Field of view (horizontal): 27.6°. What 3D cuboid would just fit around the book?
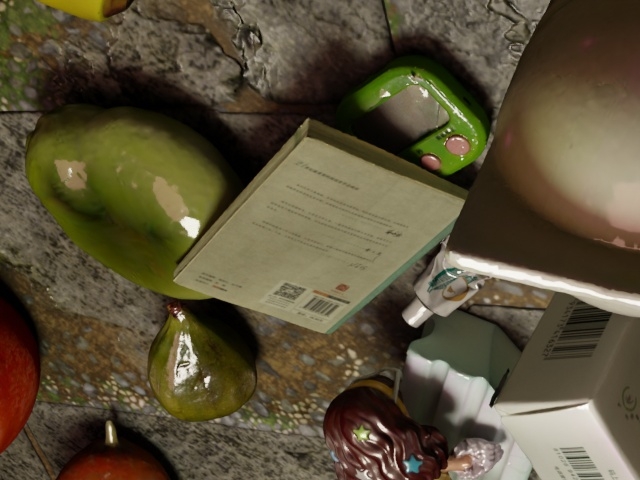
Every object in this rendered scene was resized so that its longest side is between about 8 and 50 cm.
[{"bbox_3d":[0.000,0.000,1.349,0.215,0.025,0.283,22,137,-27],"label":"book"}]

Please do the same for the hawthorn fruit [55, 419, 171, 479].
[{"bbox_3d":[-0.298,0.367,1.839,0.199,0.199,0.251,6,107,24],"label":"hawthorn fruit"}]

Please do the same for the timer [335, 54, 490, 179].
[{"bbox_3d":[0.091,-0.116,1.279,0.128,0.047,0.140,44,135,-17],"label":"timer"}]

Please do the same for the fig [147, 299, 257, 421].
[{"bbox_3d":[-0.148,0.128,1.579,0.133,0.126,0.185,-3,115,6],"label":"fig"}]

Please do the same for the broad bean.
[{"bbox_3d":[-0.198,-0.046,1.446,0.291,0.119,0.238,35,136,-5],"label":"broad bean"}]

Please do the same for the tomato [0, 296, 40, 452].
[{"bbox_3d":[-0.544,0.171,1.722,0.325,0.293,0.290,32,122,7],"label":"tomato"}]

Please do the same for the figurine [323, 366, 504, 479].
[{"bbox_3d":[0.097,0.253,1.420,0.175,0.116,0.240,-24,113,42],"label":"figurine"}]

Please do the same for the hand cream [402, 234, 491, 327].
[{"bbox_3d":[0.169,0.009,1.349,0.084,0.050,0.257,35,127,-6],"label":"hand cream"}]

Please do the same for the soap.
[{"bbox_3d":[0.168,0.223,1.506,0.173,0.095,0.289,21,135,12],"label":"soap"}]

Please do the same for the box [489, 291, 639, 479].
[{"bbox_3d":[0.300,0.114,1.186,0.106,0.299,0.200,-10,123,45],"label":"box"}]

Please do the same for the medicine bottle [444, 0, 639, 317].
[{"bbox_3d":[0.255,-0.089,0.955,0.236,0.406,0.235,15,135,16],"label":"medicine bottle"}]

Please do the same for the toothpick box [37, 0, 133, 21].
[{"bbox_3d":[-0.278,-0.320,1.210,0.271,0.175,0.175,28,136,-2],"label":"toothpick box"}]
